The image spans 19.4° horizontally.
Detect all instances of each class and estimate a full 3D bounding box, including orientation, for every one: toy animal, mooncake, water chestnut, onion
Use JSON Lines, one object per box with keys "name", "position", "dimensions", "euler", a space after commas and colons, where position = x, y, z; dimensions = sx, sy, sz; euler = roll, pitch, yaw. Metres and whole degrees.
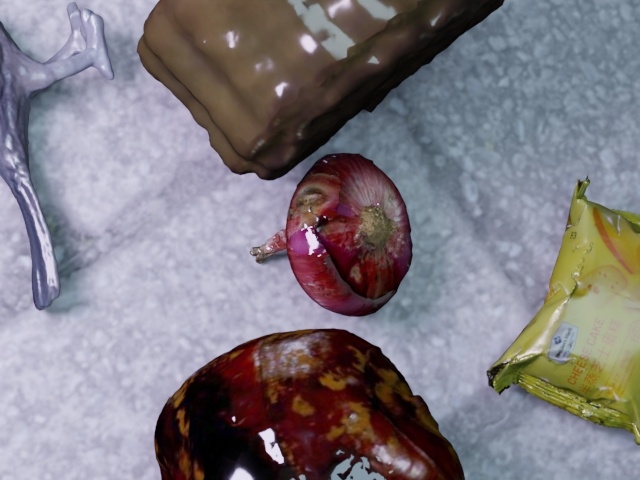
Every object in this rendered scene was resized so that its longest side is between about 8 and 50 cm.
{"name": "toy animal", "position": [-0.280, -0.140, 1.693], "dimensions": [0.206, 0.081, 0.367], "euler": [-36, 92, -20]}
{"name": "mooncake", "position": [0.012, -0.204, 1.636], "dimensions": [0.324, 0.324, 0.187], "euler": [-38, 89, -16]}
{"name": "water chestnut", "position": [-0.020, 0.217, 1.554], "dimensions": [0.244, 0.289, 0.289], "euler": [-22, 80, -39]}
{"name": "onion", "position": [0.000, 0.000, 1.702], "dimensions": [0.150, 0.140, 0.150], "euler": [20, 64, -50]}

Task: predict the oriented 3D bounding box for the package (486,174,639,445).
{"name": "package", "position": [0.265, 0.064, 1.729], "dimensions": [0.168, 0.090, 0.226], "euler": [23, 76, -1]}
